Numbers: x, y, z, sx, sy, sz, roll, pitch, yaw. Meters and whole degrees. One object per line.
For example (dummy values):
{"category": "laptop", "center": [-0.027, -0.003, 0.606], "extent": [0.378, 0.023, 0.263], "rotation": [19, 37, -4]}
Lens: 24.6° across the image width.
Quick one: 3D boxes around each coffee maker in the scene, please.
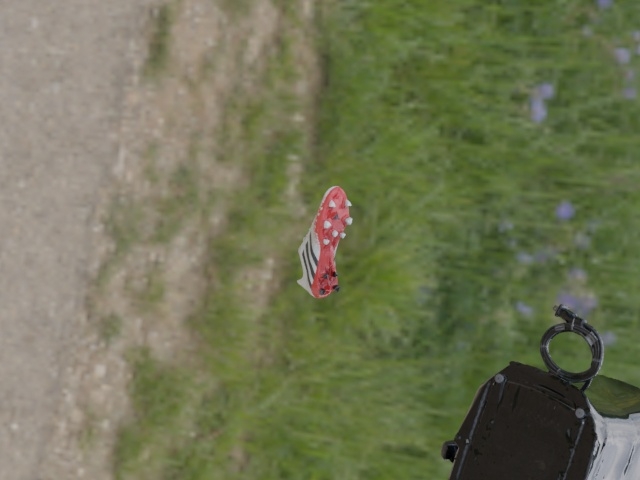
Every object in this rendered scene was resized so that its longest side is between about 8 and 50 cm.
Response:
{"category": "coffee maker", "center": [0.194, 0.144, 1.082], "extent": [0.171, 0.120, 0.178], "rotation": [-52, 153, 18]}

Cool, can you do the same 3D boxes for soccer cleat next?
{"category": "soccer cleat", "center": [0.000, 0.000, 1.040], "extent": [0.029, 0.035, 0.083], "rotation": [-9, 113, -40]}
